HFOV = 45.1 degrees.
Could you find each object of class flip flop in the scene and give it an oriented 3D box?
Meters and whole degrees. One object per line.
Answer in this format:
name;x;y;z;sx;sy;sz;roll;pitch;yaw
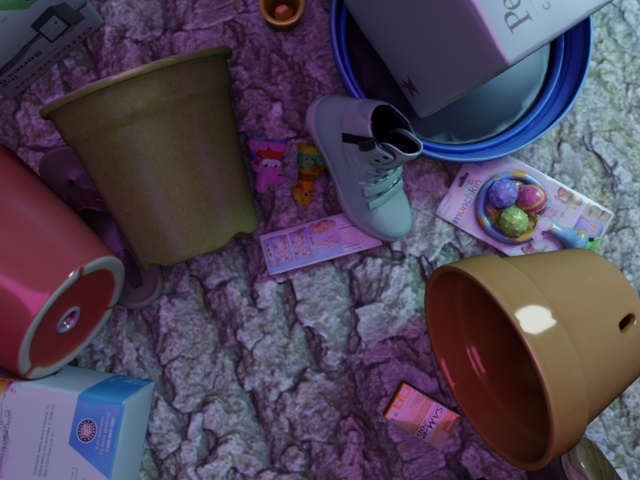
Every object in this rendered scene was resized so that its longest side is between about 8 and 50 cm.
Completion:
flip flop;-0.327;-0.023;1.151;0.112;0.080;0.277;-27;88;-1

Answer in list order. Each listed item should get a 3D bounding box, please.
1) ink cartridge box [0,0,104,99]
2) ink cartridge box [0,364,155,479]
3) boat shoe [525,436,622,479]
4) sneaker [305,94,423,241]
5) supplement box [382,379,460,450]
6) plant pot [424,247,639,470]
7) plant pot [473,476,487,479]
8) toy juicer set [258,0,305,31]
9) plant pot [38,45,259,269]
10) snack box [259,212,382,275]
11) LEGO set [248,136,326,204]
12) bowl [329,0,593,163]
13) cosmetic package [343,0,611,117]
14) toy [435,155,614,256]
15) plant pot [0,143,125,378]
ink cartridge box;-0.440;-0.322;1.070;0.198;0.273;0.114;-40;90;-1
ink cartridge box;-0.400;0.280;1.080;0.270;0.197;0.198;11;88;1
boat shoe;0.421;0.452;1.119;0.123;0.123;0.342;-34;93;29
sneaker;0.090;-0.087;1.069;0.094;0.151;0.256;-47;123;-21
supplement box;0.151;0.261;1.155;0.098;0.036;0.062;29;89;1
plant pot;0.304;0.137;1.054;0.204;0.291;0.290;-20;87;-17
plant pot;0.235;0.462;1.078;0.215;0.215;0.230;-24;73;0
toy juicer set;-0.020;-0.494;1.164;0.209;0.089;0.329;-14;87;0
plant pot;-0.210;-0.105;1.082;0.276;0.276;0.253;-20;99;0
snack box;0.000;0.000;1.175;0.178;0.022;0.064;-15;89;0
LEGO set;-0.026;-0.096;1.136;0.227;0.087;0.093;1;103;-37
bowl;0.203;-0.306;1.133;0.391;0.077;0.391;0;89;-9
cosmetic package;0.233;-0.407;0.936;0.394;0.327;0.329;-34;95;-7
toy;0.311;-0.043;1.157;0.237;0.056;0.137;30;87;2
plant pot;-0.419;0.040;1.033;0.243;0.275;0.275;34;88;12
